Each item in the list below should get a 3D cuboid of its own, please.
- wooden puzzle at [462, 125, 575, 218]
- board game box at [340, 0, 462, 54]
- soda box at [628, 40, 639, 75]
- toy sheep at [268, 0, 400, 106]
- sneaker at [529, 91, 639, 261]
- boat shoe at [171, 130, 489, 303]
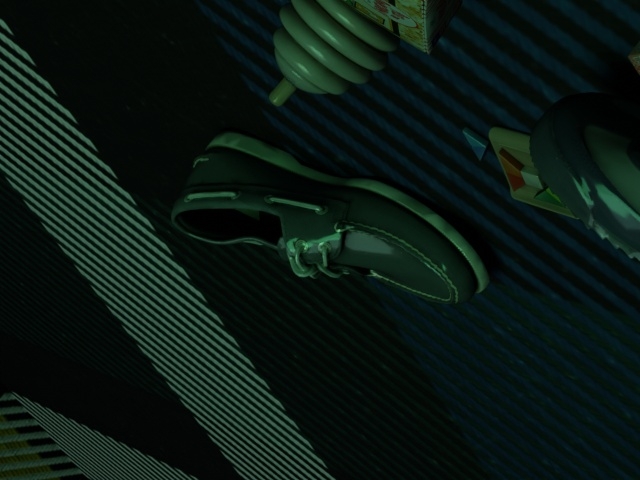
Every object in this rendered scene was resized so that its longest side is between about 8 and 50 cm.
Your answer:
[{"bbox_3d":[0.158,-0.048,1.042,0.116,0.014,0.078,16,147,44],"label":"wooden puzzle"},{"bbox_3d":[-0.006,-0.192,0.857,0.193,0.045,0.147,33,179,6],"label":"board game box"},{"bbox_3d":[0.252,-0.103,0.739,0.058,0.063,0.183,50,155,-23],"label":"soda box"},{"bbox_3d":[0.011,-0.142,0.971,0.091,0.132,0.091,34,-164,-11],"label":"toy sheep"},{"bbox_3d":[0.276,-0.023,0.825,0.319,0.112,0.131,31,138,15],"label":"sneaker"},{"bbox_3d":[0.000,0.000,1.256,0.319,0.099,0.116,24,152,33],"label":"boat shoe"}]
